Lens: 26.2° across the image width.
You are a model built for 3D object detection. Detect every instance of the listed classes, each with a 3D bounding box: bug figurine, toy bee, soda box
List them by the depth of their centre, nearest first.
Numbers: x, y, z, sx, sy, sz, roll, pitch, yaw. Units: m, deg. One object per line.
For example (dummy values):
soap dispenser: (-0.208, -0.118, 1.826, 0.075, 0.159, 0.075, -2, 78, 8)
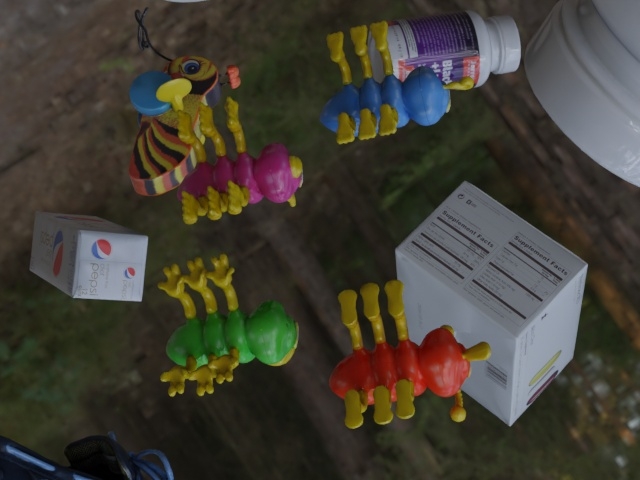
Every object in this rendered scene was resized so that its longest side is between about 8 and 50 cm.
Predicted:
bug figurine: (0.000, 0.000, 0.896, 0.216, 0.279, 0.072, -8, 154, 14)
soda box: (-0.245, 0.014, 1.432, 0.073, 0.069, 0.216, 5, -175, -23)
toy bee: (-0.202, -0.215, 2.045, 0.162, 0.298, 0.195, -2, 176, 3)

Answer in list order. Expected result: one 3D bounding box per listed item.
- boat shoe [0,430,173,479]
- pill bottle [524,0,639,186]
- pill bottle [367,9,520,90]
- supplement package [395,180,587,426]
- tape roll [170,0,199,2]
boat shoe: (-0.166, 0.193, 1.059, 0.109, 0.089, 0.258, 4, 171, 29)
pill bottle: (0.322, -0.226, 0.920, 0.229, 0.229, 0.408, -27, 160, -50)
pill bottle: (0.170, -0.257, 1.881, 0.193, 0.108, 0.108, -10, 169, -10)
supplement package: (0.225, 0.088, 1.833, 0.145, 0.204, 0.262, -44, 154, -19)
tape roll: (-0.126, -0.454, 1.499, 0.392, 0.072, 0.392, -27, 136, -30)
